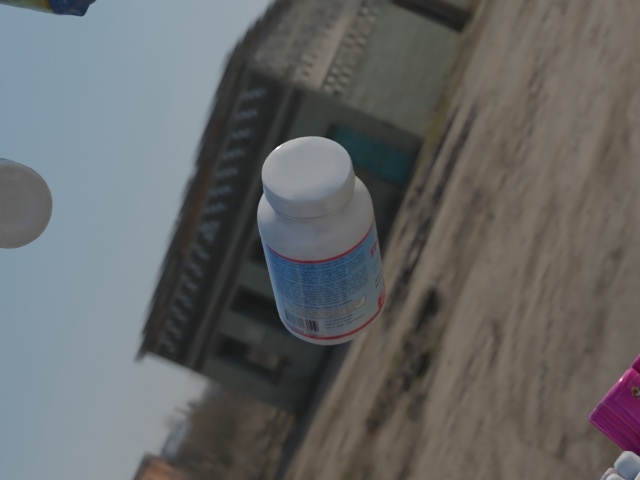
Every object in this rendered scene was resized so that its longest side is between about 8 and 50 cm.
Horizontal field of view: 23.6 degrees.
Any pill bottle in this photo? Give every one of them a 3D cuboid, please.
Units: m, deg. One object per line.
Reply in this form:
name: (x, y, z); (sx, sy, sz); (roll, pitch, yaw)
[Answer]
pill bottle: (0.000, 0.000, 1.154); (0.160, 0.087, 0.087); (80, -153, -49)
pill bottle: (-0.292, -0.036, 1.400); (0.078, 0.078, 0.137); (-66, 18, -2)

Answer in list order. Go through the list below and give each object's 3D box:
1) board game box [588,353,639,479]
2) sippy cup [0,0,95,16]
board game box: (0.045, 0.258, 0.816); (0.390, 0.050, 0.390); (-59, -14, 27)
sippy cup: (-0.319, -0.337, 1.553); (0.240, 0.224, 0.305); (16, -85, -79)
